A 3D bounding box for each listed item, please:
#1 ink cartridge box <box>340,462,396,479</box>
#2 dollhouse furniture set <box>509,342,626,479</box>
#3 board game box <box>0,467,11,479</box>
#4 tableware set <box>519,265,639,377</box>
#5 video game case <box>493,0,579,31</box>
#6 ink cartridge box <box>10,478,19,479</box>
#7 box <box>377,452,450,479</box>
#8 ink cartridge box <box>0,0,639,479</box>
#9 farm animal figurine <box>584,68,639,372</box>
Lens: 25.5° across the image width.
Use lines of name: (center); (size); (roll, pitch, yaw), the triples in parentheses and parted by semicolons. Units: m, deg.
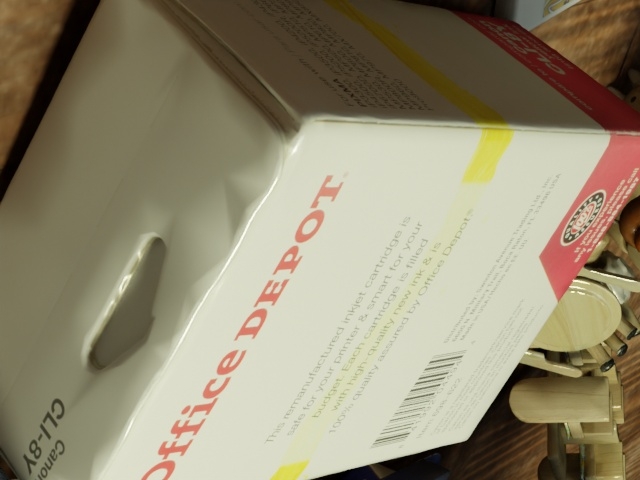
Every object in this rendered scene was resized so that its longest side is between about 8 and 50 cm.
ink cartridge box: (0.041, 0.308, 1.360); (0.176, 0.069, 0.371); (-50, 152, 2)
dollhouse furniture set: (0.209, 0.207, 1.382); (0.212, 0.161, 0.242); (60, 30, -58)
board game box: (-0.221, 0.202, 0.779); (0.194, 0.194, 0.060); (-54, 149, 9)
tableware set: (0.145, 0.035, 1.125); (0.194, 0.039, 0.128); (16, 136, -10)
video game case: (0.216, -0.269, 0.985); (0.227, 0.026, 0.206); (-33, 146, -26)
ink cartridge box: (-0.192, 0.230, 0.933); (0.134, 0.078, 0.231); (-54, 158, 8)
box: (0.050, 0.269, 1.209); (0.225, 0.036, 0.136); (-11, 117, -59)
ink cartridge box: (0.000, 0.000, 0.863); (0.384, 0.160, 0.279); (-3, 130, -52)
farm animal figurine: (0.330, -0.076, 1.220); (0.330, 0.172, 0.327); (-30, 159, -28)
